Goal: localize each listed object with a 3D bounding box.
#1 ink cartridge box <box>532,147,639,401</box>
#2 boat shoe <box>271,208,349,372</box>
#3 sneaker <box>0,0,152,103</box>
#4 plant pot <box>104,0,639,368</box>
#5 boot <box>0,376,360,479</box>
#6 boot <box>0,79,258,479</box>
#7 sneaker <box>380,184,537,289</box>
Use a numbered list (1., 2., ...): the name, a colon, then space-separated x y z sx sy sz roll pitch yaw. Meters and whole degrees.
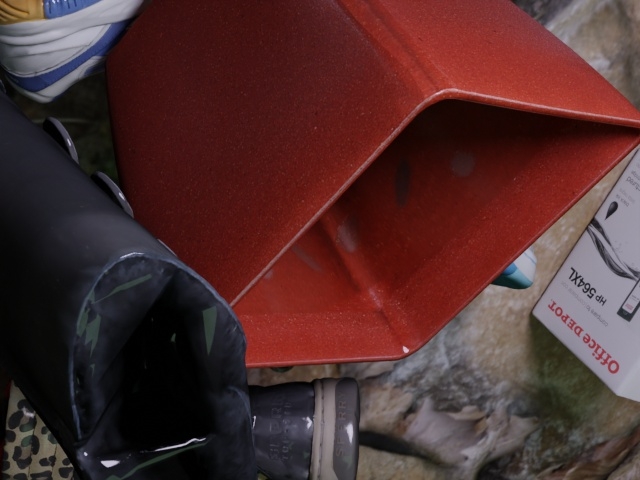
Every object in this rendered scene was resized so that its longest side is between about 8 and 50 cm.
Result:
1. ink cartridge box: 0.320 0.037 1.591 0.086 0.148 0.203 17 111 -41
2. boat shoe: 0.000 0.000 1.308 0.078 0.070 0.219 16 100 -38
3. sneaker: -0.106 -0.197 1.199 0.296 0.112 0.131 -21 148 -17
4. plant pot: 0.010 -0.087 1.127 0.267 0.235 0.267 -45 153 28
5. boot: -0.135 0.203 1.412 0.284 0.138 0.377 6 157 -11
6. boot: -0.217 -0.063 0.967 0.146 0.445 0.367 -33 133 -8
7. sneaker: 0.139 -0.079 1.404 0.319 0.127 0.208 49 55 -74
